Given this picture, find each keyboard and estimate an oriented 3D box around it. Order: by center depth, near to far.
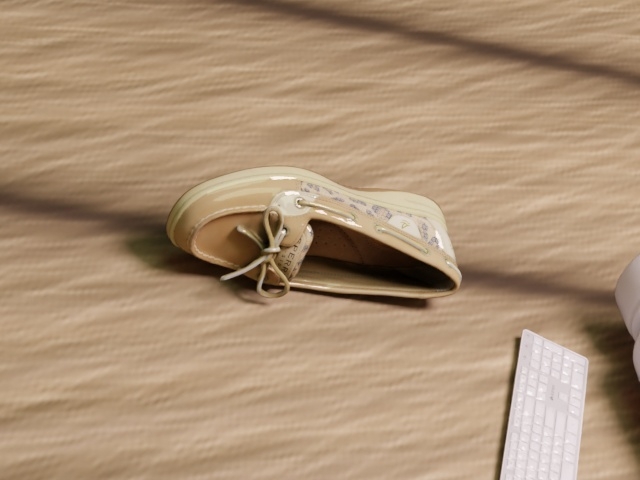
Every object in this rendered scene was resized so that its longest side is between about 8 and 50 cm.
[{"bbox_3d":[0.202,0.181,1.614,0.072,0.014,0.256,21,42,-4],"label":"keyboard"}]

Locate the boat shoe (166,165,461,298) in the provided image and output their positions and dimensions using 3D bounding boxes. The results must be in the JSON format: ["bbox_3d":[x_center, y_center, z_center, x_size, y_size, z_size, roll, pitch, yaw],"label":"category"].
[{"bbox_3d":[0.000,0.000,1.638,0.285,0.104,0.089,2,43,-24],"label":"boat shoe"}]

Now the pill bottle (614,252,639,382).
[{"bbox_3d":[0.385,0.134,1.639,0.160,0.160,0.283,2,46,-24],"label":"pill bottle"}]
